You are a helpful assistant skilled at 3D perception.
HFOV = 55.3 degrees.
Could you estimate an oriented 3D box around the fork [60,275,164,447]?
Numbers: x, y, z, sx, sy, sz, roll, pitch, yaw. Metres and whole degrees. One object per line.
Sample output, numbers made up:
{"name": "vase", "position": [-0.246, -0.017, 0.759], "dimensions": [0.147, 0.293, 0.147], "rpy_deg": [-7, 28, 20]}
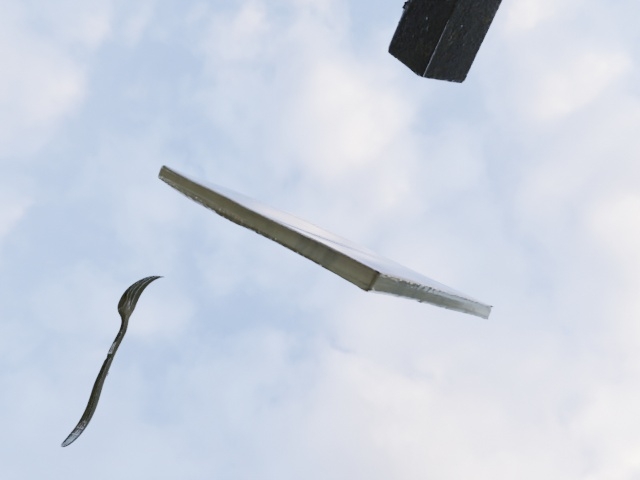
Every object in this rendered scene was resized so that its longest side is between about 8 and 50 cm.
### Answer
{"name": "fork", "position": [-0.244, 0.129, 0.702], "dimensions": [0.034, 0.028, 0.220], "rpy_deg": [0, -124, 35]}

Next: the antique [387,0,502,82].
{"name": "antique", "position": [0.172, -0.310, 0.736], "dimensions": [0.080, 0.081, 0.221], "rpy_deg": [-4, -49, -38]}

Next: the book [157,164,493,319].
{"name": "book", "position": [0.000, 0.000, 0.755], "dimensions": [0.374, 0.262, 0.028], "rpy_deg": [26, -84, 41]}
